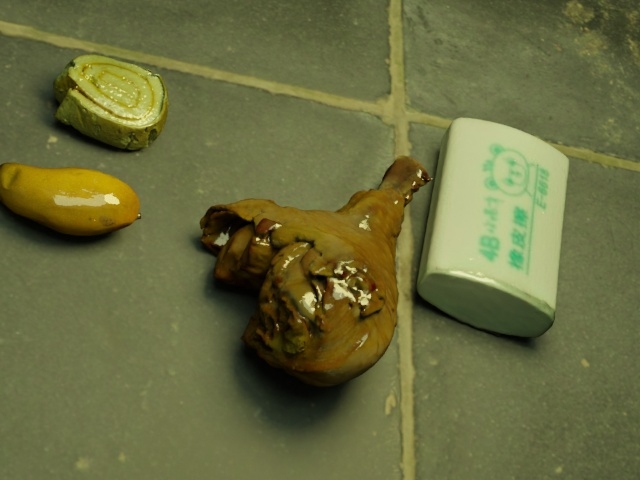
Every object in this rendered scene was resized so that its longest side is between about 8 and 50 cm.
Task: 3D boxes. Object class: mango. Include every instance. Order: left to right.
[{"bbox_3d":[-0.317,-0.053,1.752,0.190,0.075,0.098,13,38,-8],"label":"mango"}]

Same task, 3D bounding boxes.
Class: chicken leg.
[{"bbox_3d":[0.000,0.000,1.799,0.295,0.182,0.409,22,47,14],"label":"chicken leg"}]

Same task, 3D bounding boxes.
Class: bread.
[{"bbox_3d":[-0.279,-0.186,1.863,0.156,0.064,0.117,21,48,-5],"label":"bread"}]

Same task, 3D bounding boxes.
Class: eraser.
[{"bbox_3d":[0.242,-0.021,1.931,0.189,0.104,0.290,17,52,-5],"label":"eraser"}]
